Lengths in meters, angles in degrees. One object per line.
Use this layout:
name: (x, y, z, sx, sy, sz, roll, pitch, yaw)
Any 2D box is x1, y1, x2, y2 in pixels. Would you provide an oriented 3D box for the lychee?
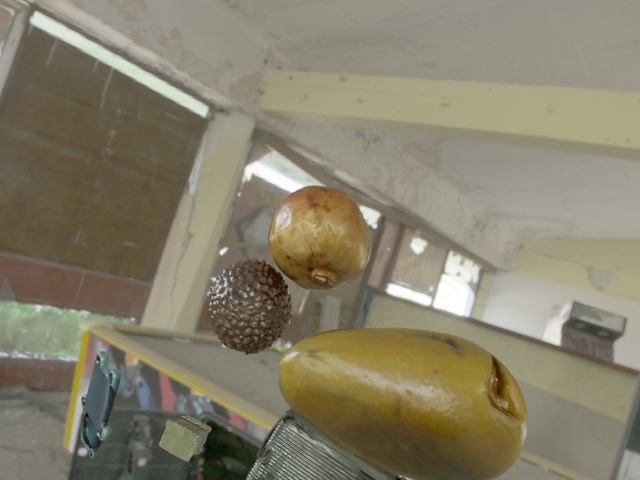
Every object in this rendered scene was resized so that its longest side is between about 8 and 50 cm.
lychee: (-0.156, 0.139, 1.261, 0.200, 0.200, 0.238, 21, 10, -35)

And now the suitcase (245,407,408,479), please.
suitcase: (0.012, 0.501, 1.200, 0.312, 0.202, 0.128, 32, 7, 9)

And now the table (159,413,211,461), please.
table: (-0.299, 0.438, 1.283, 0.079, 0.063, 0.083, 24, -1, 12)

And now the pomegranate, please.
pomegranate: (0.000, 0.000, 1.261, 0.248, 0.248, 0.248, 18, -4, 1)

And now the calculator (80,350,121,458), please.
calculator: (-0.303, 0.227, 0.785, 0.019, 0.141, 0.094, 7, 16, -43)

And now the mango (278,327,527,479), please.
mango: (0.114, 0.234, 0.834, 0.364, 0.182, 0.253, 14, -44, -3)
